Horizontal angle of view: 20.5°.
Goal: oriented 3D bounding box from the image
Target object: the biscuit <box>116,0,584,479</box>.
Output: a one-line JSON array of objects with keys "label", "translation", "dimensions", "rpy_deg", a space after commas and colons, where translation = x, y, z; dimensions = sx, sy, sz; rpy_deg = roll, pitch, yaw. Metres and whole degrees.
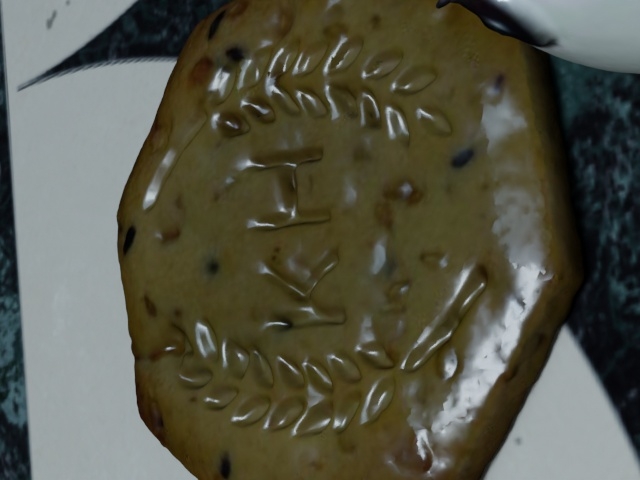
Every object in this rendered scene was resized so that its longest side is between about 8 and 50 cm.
[{"label": "biscuit", "translation": [0.000, 0.001, 1.041], "dimensions": [0.359, 0.046, 0.359], "rpy_deg": [-8, 78, 42]}]

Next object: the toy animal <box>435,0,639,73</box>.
[{"label": "toy animal", "translation": [0.178, -0.212, 0.793], "dimensions": [0.310, 0.251, 0.251], "rpy_deg": [-35, 61, 31]}]
